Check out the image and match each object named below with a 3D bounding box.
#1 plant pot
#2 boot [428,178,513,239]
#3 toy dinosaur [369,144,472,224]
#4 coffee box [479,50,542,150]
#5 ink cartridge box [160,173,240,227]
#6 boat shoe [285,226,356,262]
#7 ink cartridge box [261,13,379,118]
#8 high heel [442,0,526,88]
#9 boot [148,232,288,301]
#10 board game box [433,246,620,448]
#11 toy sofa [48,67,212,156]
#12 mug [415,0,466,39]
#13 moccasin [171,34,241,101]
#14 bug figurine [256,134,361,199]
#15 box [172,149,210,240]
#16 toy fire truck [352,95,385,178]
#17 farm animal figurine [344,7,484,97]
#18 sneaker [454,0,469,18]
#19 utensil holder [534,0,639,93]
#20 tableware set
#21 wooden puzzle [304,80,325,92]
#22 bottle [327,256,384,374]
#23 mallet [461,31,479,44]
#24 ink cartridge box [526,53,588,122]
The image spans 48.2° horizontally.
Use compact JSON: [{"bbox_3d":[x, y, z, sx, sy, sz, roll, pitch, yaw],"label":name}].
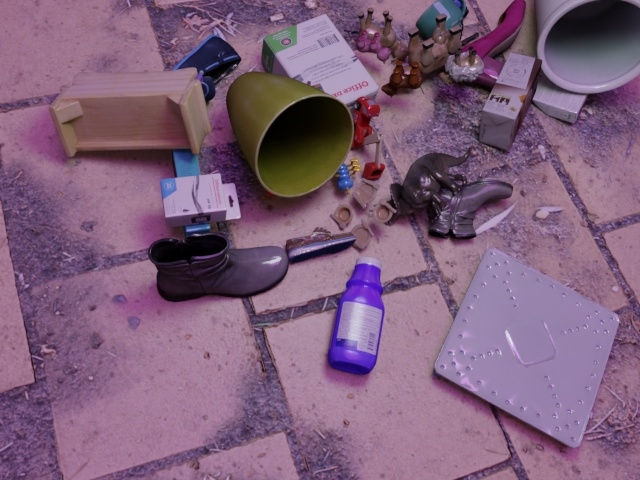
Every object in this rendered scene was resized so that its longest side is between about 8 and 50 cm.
[{"bbox_3d":[-0.111,-0.298,1.786,0.275,0.275,0.293,-26,47,-21],"label":"plant pot"},{"bbox_3d":[0.405,-0.076,1.935,0.246,0.083,0.161,-2,70,-3],"label":"boot"},{"bbox_3d":[0.284,-0.157,1.864,0.160,0.121,0.313,39,87,9],"label":"toy dinosaur"},{"bbox_3d":[0.548,-0.404,2.063,0.098,0.141,0.246,20,63,18],"label":"coffee box"},{"bbox_3d":[-0.284,-0.098,1.701,0.180,0.060,0.104,-8,66,-13],"label":"ink cartridge box"},{"bbox_3d":[0.000,0.000,1.819,0.183,0.066,0.066,-13,67,-16],"label":"boat shoe"},{"bbox_3d":[-0.005,-0.464,2.007,0.211,0.121,0.289,-26,73,-20],"label":"ink cartridge box"},{"bbox_3d":[0.508,-0.634,2.190,0.181,0.127,0.377,23,60,5],"label":"high heel"},{"bbox_3d":[-0.222,0.052,1.664,0.338,0.222,0.118,-14,68,-17],"label":"boot"},{"bbox_3d":[0.521,0.263,1.803,0.390,0.050,0.390,29,63,4],"label":"board game box"},{"bbox_3d":[-0.462,-0.316,1.778,0.362,0.150,0.177,-1,41,8],"label":"toy sofa"},{"bbox_3d":[0.378,-0.671,2.164,0.158,0.129,0.097,-41,86,20],"label":"mug"},{"bbox_3d":[-0.328,-0.428,1.923,0.117,0.138,0.342,32,64,0],"label":"moccasin"},{"bbox_3d":[-0.040,-0.203,1.906,0.279,0.072,0.216,-5,60,-8],"label":"bug figurine"},{"bbox_3d":[-0.325,-0.113,1.792,0.060,0.100,0.244,-8,66,-14],"label":"box"},{"bbox_3d":[0.132,-0.278,1.934,0.047,0.192,0.135,-10,38,-35],"label":"toy fire truck"},{"bbox_3d":[0.267,-0.533,2.067,0.327,0.172,0.330,-16,55,-4],"label":"farm animal figurine"},{"bbox_3d":[0.438,-0.744,2.259,0.084,0.058,0.152,32,67,11],"label":"sneaker"},{"bbox_3d":[0.799,-0.684,2.126,0.328,0.327,0.385,13,49,-5],"label":"utensil holder"},{"bbox_3d":[0.110,-0.070,1.857,0.168,0.020,0.141,-48,63,10],"label":"tableware set"},{"bbox_3d":[-0.014,-0.392,1.900,0.049,0.006,0.083,-20,70,-14],"label":"wooden puzzle"},{"bbox_3d":[0.095,0.178,1.738,0.118,0.092,0.283,14,63,-5],"label":"bottle"},{"bbox_3d":[0.422,-0.597,2.207,0.190,0.062,0.039,-31,75,-37],"label":"mallet"},{"bbox_3d":[0.706,-0.468,2.198,0.225,0.056,0.181,23,61,21],"label":"ink cartridge box"}]
